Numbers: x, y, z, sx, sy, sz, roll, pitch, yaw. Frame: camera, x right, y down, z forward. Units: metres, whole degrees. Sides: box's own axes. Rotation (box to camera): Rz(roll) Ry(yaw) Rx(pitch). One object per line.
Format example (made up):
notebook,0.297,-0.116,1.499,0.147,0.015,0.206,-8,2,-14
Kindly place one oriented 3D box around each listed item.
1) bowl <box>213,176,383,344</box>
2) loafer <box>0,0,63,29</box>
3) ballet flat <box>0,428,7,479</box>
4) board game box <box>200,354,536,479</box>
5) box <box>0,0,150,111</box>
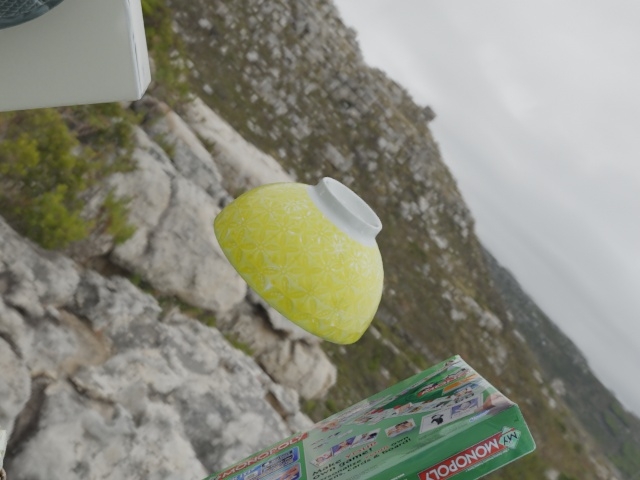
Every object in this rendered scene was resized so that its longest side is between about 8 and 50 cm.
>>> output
bowl,0.000,0.000,1.190,0.289,0.156,0.289,38,17,-14
loafer,-0.235,-0.155,0.462,0.084,0.267,0.096,51,-3,41
ballet flat,-0.393,0.247,0.866,0.107,0.106,0.316,33,-29,-7
board game box,0.021,0.214,0.745,0.046,0.317,0.213,64,-1,-3
box,-0.265,-0.146,0.554,0.094,0.274,0.113,-115,-159,-71
